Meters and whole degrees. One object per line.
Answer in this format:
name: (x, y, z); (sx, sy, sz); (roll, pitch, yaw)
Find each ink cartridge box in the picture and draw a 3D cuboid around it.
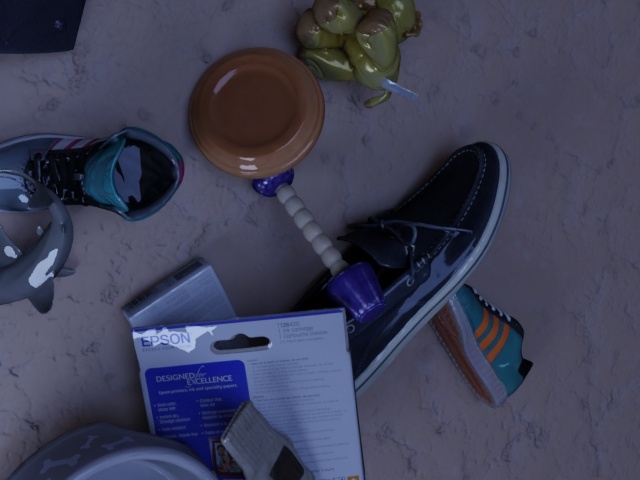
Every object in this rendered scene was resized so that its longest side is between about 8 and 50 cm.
ink cartridge box: (-0.097, 0.242, 1.247); (0.304, 0.072, 0.307); (-5, 106, 2)
ink cartridge box: (-0.198, 0.134, 1.291); (0.145, 0.045, 0.179); (-34, 127, -18)

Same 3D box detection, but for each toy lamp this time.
toy lamp: (0.000, 0.000, 1.247); (0.080, 0.080, 0.274); (-28, 67, -20)

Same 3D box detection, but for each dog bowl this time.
dog bowl: (-0.261, 0.414, 1.115); (0.349, 0.102, 0.348); (1, 88, -35)

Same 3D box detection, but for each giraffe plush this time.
giraffe plush: (0.084, -0.327, 1.303); (0.210, 0.181, 0.170); (32, 61, -14)

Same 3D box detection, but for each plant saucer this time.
plant saucer: (-0.094, -0.189, 1.232); (0.200, 0.037, 0.199); (-1, 79, 6)

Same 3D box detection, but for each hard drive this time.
hard drive: (-0.399, -0.317, 1.045); (0.255, 0.054, 0.172); (-14, 132, -53)

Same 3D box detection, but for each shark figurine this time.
shark figurine: (-0.360, 0.029, 1.094); (0.166, 0.278, 0.116); (9, 48, -37)

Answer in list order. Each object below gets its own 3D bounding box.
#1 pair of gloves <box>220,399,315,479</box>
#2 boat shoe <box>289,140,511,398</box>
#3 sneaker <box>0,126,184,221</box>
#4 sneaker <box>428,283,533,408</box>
pair of gloves: (-0.102, 0.359, 1.141); (0.204, 0.042, 0.240); (52, 50, -35)
boat shoe: (0.117, 0.027, 1.338); (0.500, 0.187, 0.156); (-50, 119, -6)
sneaker: (-0.311, -0.083, 1.125); (0.296, 0.178, 0.123); (-9, 100, -23)
sneaker: (0.272, 0.144, 1.469); (0.121, 0.108, 0.302); (-39, 118, -17)
